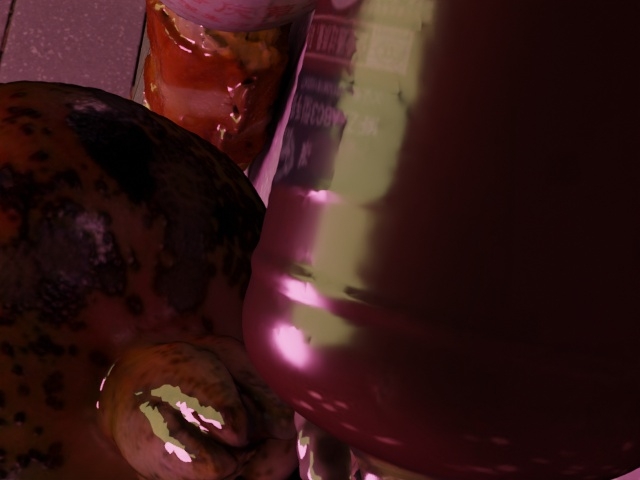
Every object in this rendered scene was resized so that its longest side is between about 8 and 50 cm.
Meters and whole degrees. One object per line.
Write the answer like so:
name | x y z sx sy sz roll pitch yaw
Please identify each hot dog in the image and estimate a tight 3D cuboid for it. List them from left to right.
hot dog | -0.071 -0.124 1.315 0.213 0.103 0.146 100 154 -48

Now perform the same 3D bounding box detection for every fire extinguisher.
fire extinguisher | 0.053 -0.050 0.465 0.135 0.114 0.337 -138 61 -82

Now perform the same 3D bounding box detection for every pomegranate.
pomegranate | -0.118 0.063 0.972 0.341 0.285 0.285 19 97 50

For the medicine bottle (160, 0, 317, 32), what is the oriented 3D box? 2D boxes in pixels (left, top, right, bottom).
medicine bottle | -0.037 -0.200 1.060 0.143 0.147 0.147 161 122 -75

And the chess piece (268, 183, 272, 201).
chess piece | -0.005 -0.057 1.036 0.035 0.035 0.092 119 165 -58

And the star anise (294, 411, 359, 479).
star anise | 0.019 0.096 0.616 0.195 0.065 0.182 120 159 -48
